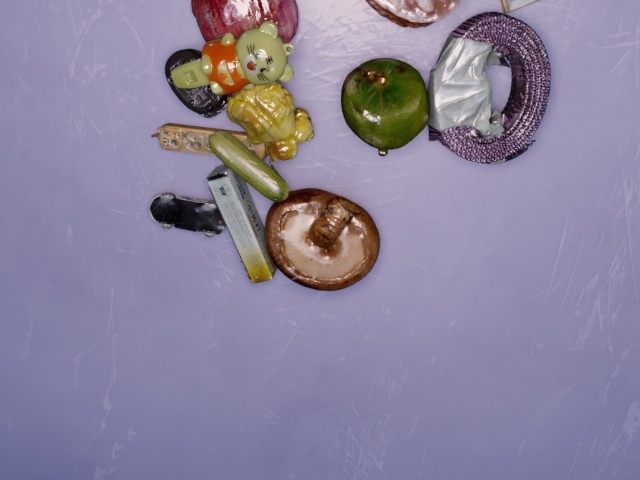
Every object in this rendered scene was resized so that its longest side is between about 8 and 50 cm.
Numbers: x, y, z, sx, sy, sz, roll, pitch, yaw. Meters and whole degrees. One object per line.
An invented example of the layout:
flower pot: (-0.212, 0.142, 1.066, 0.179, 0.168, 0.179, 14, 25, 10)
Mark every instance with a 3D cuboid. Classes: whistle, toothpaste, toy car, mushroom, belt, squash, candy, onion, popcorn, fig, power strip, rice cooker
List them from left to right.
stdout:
toy car: (-0.342, -0.072, 1.558, 0.205, 0.056, 0.095, 11, 115, 3)
rice cooker: (-0.284, -0.366, 1.392, 0.112, 0.106, 0.165, -36, 95, 16)
power strip: (-0.269, -0.243, 1.479, 0.306, 0.044, 0.064, 7, 116, 2)
whistle: (-0.187, -0.373, 1.272, 0.289, 0.106, 0.131, -10, 128, 17)
onion: (-0.184, -0.524, 1.302, 0.227, 0.120, 0.283, -25, 110, 10)
toothpaste: (-0.198, -0.044, 1.542, 0.071, 0.089, 0.312, -13, 114, 18)
squash: (-0.173, -0.178, 1.432, 0.239, 0.069, 0.069, 39, 112, -2)
popcorn: (-0.124, -0.280, 1.393, 0.168, 0.173, 0.195, -3, 144, 36)
mushroom: (0.004, -0.011, 1.503, 0.297, 0.163, 0.278, 27, 123, -7)
fig: (0.145, -0.288, 1.379, 0.203, 0.235, 0.203, 0, 72, 1)
candy: (0.169, -0.574, 1.229, 0.214, 0.157, 0.289, -41, 99, 5)
belt: (0.370, -0.333, 1.330, 0.260, 0.122, 0.324, -3, 116, -5)

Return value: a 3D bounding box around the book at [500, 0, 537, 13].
book: (0.431, -0.601, 1.268, 0.139, 0.016, 0.198, -19, 112, 13)
